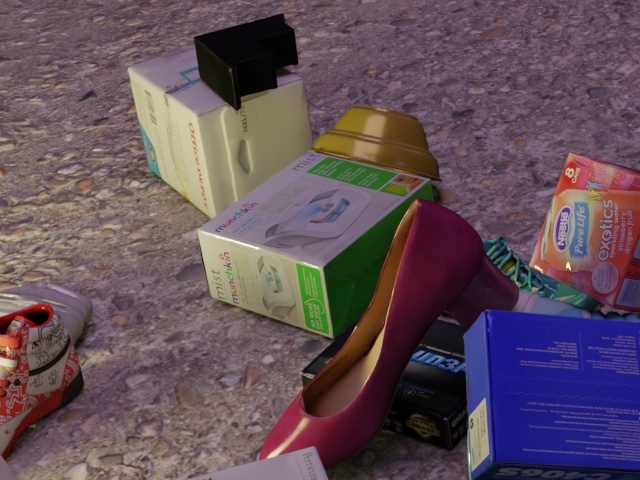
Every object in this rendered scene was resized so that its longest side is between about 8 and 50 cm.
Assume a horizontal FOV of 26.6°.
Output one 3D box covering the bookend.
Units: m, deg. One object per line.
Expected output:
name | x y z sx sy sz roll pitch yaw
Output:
bookend | -0.094 -0.279 2.094 0.157 0.072 0.156 -19 32 -20

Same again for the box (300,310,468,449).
box | 0.113 0.164 1.681 0.220 0.051 0.175 14 37 35

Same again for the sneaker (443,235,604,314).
sneaker | 0.237 0.054 1.777 0.275 0.110 0.107 13 36 33

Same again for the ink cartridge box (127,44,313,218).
ink cartridge box | -0.161 -0.188 2.227 0.197 0.198 0.270 -22 33 -22

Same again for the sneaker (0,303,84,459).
sneaker | -0.414 0.188 1.700 0.090 0.145 0.270 12 36 33

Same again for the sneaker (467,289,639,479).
sneaker | 0.280 0.174 1.487 0.208 0.127 0.319 5 40 18

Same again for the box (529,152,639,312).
box | 0.419 0.002 1.641 0.300 0.154 0.142 8 14 -40

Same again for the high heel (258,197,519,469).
high heel | 0.034 0.112 1.531 0.377 0.181 0.127 -43 30 7

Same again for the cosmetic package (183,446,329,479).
cosmetic package | -0.096 0.311 1.457 0.231 0.085 0.117 -15 30 -7

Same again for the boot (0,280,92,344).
boot | -0.454 0.111 1.918 0.258 0.095 0.123 7 27 12

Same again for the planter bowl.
planter bowl | 0.094 -0.158 2.100 0.217 0.090 0.217 13 2 0

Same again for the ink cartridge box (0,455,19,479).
ink cartridge box | -0.422 0.346 1.425 0.172 0.100 0.237 -18 32 15

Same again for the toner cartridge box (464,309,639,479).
toner cartridge box | 0.327 0.172 1.403 0.347 0.075 0.165 6 65 -11

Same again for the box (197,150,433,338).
box | 0.000 0.000 1.929 0.231 0.127 0.262 17 40 36
